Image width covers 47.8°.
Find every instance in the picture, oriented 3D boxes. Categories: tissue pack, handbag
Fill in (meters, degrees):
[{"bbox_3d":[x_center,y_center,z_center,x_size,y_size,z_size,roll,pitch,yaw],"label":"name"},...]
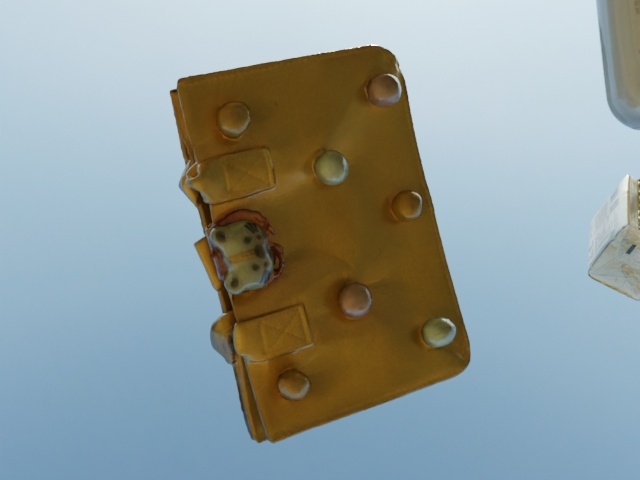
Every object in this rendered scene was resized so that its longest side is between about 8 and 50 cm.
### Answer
[{"bbox_3d":[0.456,-0.005,1.048,0.099,0.106,0.149,27,-141,4],"label":"tissue pack"},{"bbox_3d":[0.000,0.000,0.805,0.283,0.133,0.401,-13,-88,-23],"label":"handbag"}]

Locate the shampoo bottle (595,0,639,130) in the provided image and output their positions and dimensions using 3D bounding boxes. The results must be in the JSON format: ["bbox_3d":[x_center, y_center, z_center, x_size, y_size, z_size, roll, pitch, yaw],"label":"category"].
[{"bbox_3d":[0.190,-0.170,0.359,0.108,0.051,0.221,-5,-92,22],"label":"shampoo bottle"}]
